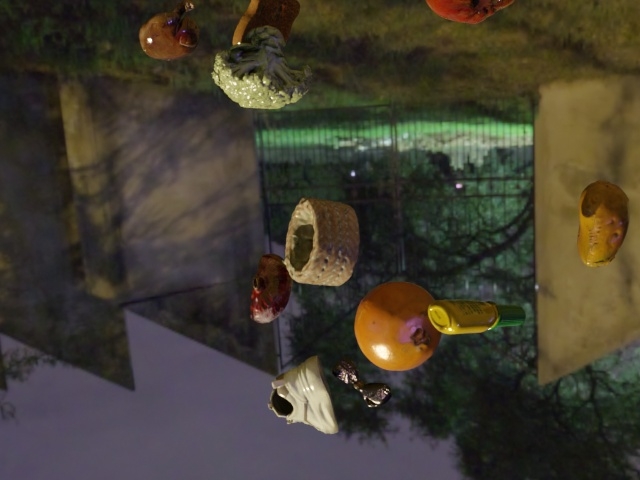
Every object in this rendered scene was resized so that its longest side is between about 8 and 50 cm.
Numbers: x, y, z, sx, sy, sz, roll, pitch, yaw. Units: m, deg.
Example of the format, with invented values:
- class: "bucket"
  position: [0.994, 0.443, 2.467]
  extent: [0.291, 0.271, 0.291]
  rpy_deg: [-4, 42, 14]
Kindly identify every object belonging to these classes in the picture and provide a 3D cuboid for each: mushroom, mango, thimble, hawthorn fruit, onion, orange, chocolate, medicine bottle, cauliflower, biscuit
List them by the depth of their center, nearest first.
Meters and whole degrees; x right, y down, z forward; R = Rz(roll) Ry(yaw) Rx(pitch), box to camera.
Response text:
- class: "hawthorn fruit"
  position: [0.317, -0.616, 1.512]
  extent: [0.224, 0.261, 0.224]
  rpy_deg: [-19, 157, -9]
- class: "mushroom"
  position: [-0.334, -0.474, 1.557]
  extent: [0.135, 0.080, 0.170]
  rpy_deg: [1, 141, -47]
- class: "chocolate"
  position: [0.095, 0.332, 1.580]
  extent: [0.070, 0.072, 0.147]
  rpy_deg: [-19, -139, -38]
- class: "medicine bottle"
  position: [0.409, 0.191, 1.744]
  extent: [0.308, 0.076, 0.111]
  rpy_deg: [2, -150, -35]
- class: "thimble"
  position: [0.002, 0.005, 1.836]
  extent: [0.148, 0.229, 0.196]
  rpy_deg: [7, -171, -31]
- class: "onion"
  position: [-0.131, 0.133, 1.925]
  extent: [0.098, 0.206, 0.151]
  rpy_deg: [9, 165, 11]
- class: "mango"
  position: [0.792, -0.045, 1.936]
  extent: [0.156, 0.249, 0.151]
  rpy_deg: [15, 177, -31]
- class: "cauliflower"
  position: [-0.183, -0.532, 2.112]
  extent: [0.272, 0.250, 0.275]
  rpy_deg: [14, -170, 37]
- class: "biscuit"
  position: [-0.184, -0.717, 2.281]
  extent: [0.049, 0.257, 0.273]
  rpy_deg: [36, -156, 18]
- class: "orange"
  position: [0.264, 0.290, 2.335]
  extent: [0.311, 0.312, 0.312]
  rpy_deg: [-4, -170, 1]

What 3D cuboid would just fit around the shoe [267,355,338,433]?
- class: "shoe"
  position: [-0.048, 0.403, 1.697]
  extent: [0.159, 0.316, 0.124]
  rpy_deg: [-14, -131, -4]
